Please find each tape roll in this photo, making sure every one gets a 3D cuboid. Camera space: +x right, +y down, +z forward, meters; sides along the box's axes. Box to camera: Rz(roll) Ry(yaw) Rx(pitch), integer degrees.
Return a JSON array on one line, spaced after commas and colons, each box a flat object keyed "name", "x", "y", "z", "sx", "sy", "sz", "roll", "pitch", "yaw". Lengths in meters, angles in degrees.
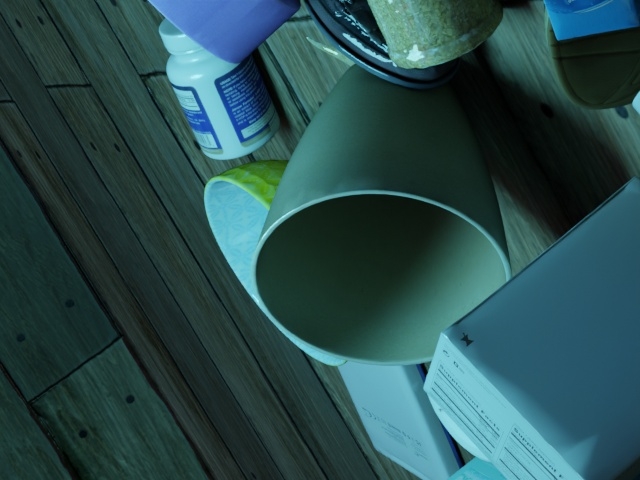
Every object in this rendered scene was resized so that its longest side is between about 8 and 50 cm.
[{"name": "tape roll", "x": -0.144, "y": -0.313, "z": 1.841, "sx": 0.275, "sy": 0.090, "sz": 0.275, "roll": 45, "pitch": -167, "yaw": -14}]

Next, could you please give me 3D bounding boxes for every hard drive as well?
[{"name": "hard drive", "x": 0.096, "y": 0.212, "z": 2.572, "sx": 0.210, "sy": 0.040, "sz": 0.318, "roll": 27, "pitch": 148, "yaw": 51}]

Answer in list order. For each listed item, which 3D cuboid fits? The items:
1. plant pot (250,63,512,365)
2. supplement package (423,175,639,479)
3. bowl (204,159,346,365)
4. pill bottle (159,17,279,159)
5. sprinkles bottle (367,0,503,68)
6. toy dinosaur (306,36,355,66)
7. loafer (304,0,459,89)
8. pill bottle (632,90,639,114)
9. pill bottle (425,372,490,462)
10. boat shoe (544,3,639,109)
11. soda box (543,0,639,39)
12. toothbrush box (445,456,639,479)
[{"name": "plant pot", "x": 0.071, "y": -0.058, "z": 1.829, "sx": 0.256, "sy": 0.257, "sz": 0.274, "roll": 75, "pitch": -164, "yaw": -46}, {"name": "supplement package", "x": 0.266, "y": 0.110, "z": 1.685, "sx": 0.204, "sy": 0.262, "sz": 0.145, "roll": 47, "pitch": 160, "yaw": 18}, {"name": "bowl", "x": 0.000, "y": 0.000, "z": 2.268, "sx": 0.289, "sy": 0.156, "sz": 0.289, "roll": 46, "pitch": 159, "yaw": 23}, {"name": "pill bottle", "x": -0.134, "y": -0.208, "z": 2.295, "sx": 0.112, "sy": 0.112, "sz": 0.186, "roll": 28, "pitch": 148, "yaw": 51}, {"name": "sprinkles bottle", "x": 0.052, "y": -0.336, "z": 1.645, "sx": 0.121, "sy": 0.121, "sz": 0.355, "roll": 20, "pitch": 142, "yaw": 58}, {"name": "toy dinosaur", "x": 0.067, "y": -0.183, "z": 1.996, "sx": 0.183, "sy": 0.053, "sz": 0.092, "roll": 22, "pitch": 129, "yaw": 44}, {"name": "loafer", "x": 0.031, "y": -0.277, "z": 1.825, "sx": 0.302, "sy": 0.109, "sz": 0.095, "roll": 48, "pitch": 156, "yaw": 25}, {"name": "pill bottle", "x": 0.354, "y": -0.056, "z": 1.416, "sx": 0.221, "sy": 0.124, "sz": 0.124, "roll": 49, "pitch": 160, "yaw": 11}, {"name": "pill bottle", "x": 0.226, "y": 0.122, "z": 1.856, "sx": 0.121, "sy": 0.221, "sz": 0.121, "roll": 45, "pitch": 158, "yaw": 24}, {"name": "boat shoe", "x": 0.225, "y": -0.258, "z": 1.423, "sx": 0.123, "sy": 0.123, "sz": 0.342, "roll": -97, "pitch": -6, "yaw": -45}, {"name": "soda box", "x": 0.177, "y": -0.250, "z": 1.288, "sx": 0.067, "sy": 0.071, "sz": 0.210, "roll": -9, "pitch": 132, "yaw": 21}, {"name": "toothbrush box", "x": 0.224, "y": 0.348, "z": 1.952, "sx": 0.126, "sy": 0.295, "sz": 0.216, "roll": 22, "pitch": 143, "yaw": 57}]
